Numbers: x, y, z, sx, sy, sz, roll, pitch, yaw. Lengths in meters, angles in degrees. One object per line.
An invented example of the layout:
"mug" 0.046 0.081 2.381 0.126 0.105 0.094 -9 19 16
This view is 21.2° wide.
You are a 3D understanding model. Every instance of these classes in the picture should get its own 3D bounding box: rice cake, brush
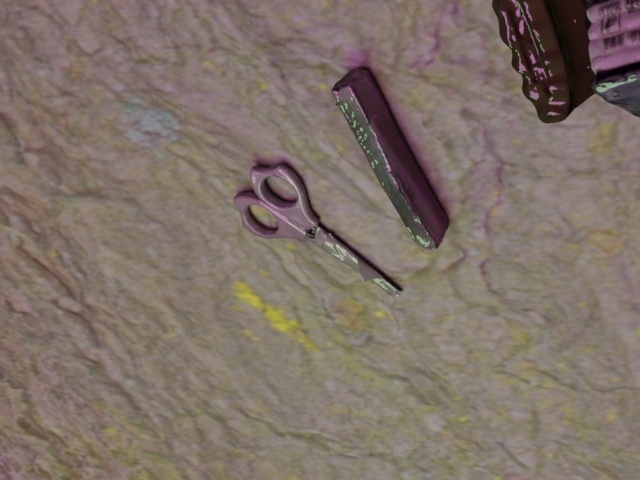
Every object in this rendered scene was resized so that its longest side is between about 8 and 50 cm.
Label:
"rice cake" 0.074 -0.081 1.745 0.036 0.047 0.207 -3 122 50
"brush" 0.176 -0.250 1.531 0.071 0.084 0.301 -10 113 37

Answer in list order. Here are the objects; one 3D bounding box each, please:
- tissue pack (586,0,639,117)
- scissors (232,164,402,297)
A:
"tissue pack" 0.420 -0.168 1.347 0.361 0.122 0.259 -13 159 35
"scissors" 0.000 0.000 1.867 0.212 0.021 0.110 37 137 1
